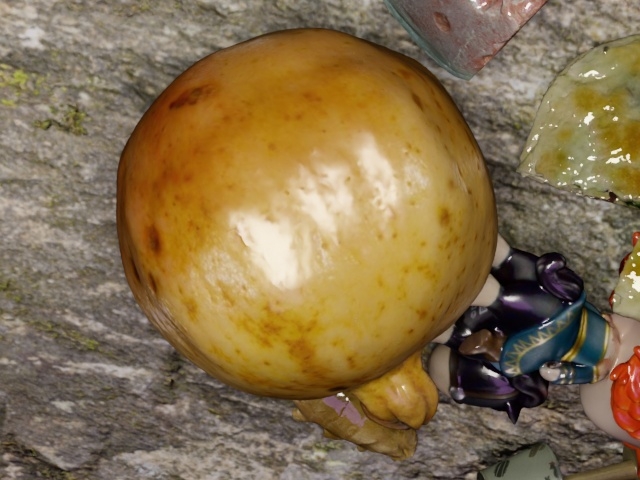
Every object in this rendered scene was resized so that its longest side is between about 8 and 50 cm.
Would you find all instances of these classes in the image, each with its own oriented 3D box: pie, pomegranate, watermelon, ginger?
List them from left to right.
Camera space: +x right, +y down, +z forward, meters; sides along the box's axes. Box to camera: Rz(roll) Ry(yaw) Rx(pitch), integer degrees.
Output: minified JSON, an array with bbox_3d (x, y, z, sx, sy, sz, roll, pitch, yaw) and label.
[{"bbox_3d":[0.000,0.000,1.121,0.410,0.410,0.410,0,120,-1],"label":"pomegranate"},{"bbox_3d":[0.035,0.207,1.424,0.115,0.081,0.205,-40,108,-15],"label":"ginger"},{"bbox_3d":[0.136,-0.296,1.067,0.148,0.226,0.318,-42,131,-8],"label":"watermelon"},{"bbox_3d":[0.377,-0.076,1.170,0.337,0.338,0.075,-10,162,5],"label":"pie"}]

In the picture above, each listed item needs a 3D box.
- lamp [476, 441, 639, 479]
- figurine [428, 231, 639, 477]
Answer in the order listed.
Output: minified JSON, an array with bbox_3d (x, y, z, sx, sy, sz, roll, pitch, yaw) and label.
[{"bbox_3d":[0.313,0.313,1.470,0.214,0.121,0.121,-9,120,-7],"label":"lamp"},{"bbox_3d":[0.299,0.123,1.305,0.411,0.241,0.306,7,127,7],"label":"figurine"}]
